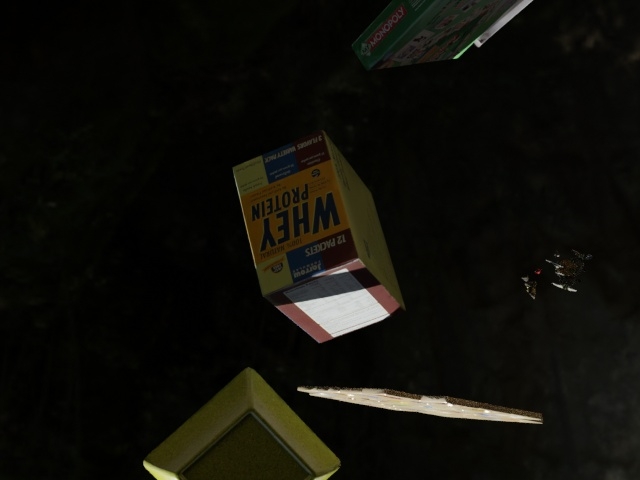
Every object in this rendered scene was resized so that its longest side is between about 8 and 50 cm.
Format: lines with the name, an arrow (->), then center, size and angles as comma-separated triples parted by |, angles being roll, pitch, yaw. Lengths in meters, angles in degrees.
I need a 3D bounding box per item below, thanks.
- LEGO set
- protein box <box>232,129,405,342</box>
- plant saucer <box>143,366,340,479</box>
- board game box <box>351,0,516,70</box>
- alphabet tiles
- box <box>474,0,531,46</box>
LEGO set -> 0.275, 0.039, 1.296 | 0.083, 0.054, 0.023 | -13, 150, 25
protein box -> 0.000, 0.000, 1.516 | 0.136, 0.199, 0.201 | -22, 151, 12
plant saucer -> -0.097, 0.293, 1.443 | 0.188, 0.188, 0.045 | 48, -179, -14
board game box -> 0.206, -0.336, 1.428 | 0.213, 0.317, 0.046 | -18, -109, -49
alphabet tiles -> 0.144, 0.239, 1.648 | 0.285, 0.011, 0.342 | 15, 167, -30
box -> 0.277, -0.446, 1.757 | 0.183, 0.231, 0.056 | 49, -174, -3
